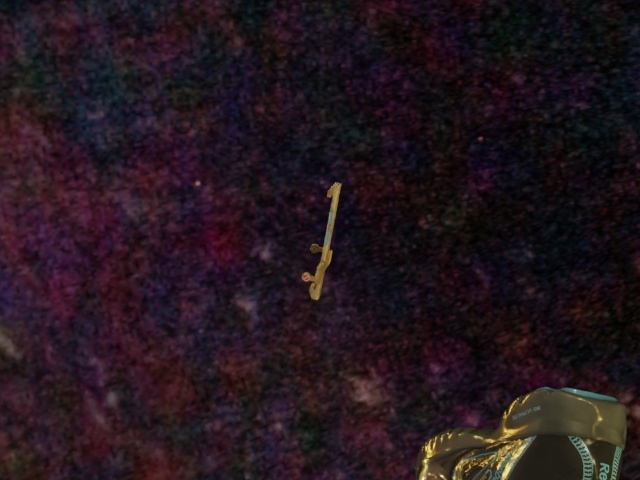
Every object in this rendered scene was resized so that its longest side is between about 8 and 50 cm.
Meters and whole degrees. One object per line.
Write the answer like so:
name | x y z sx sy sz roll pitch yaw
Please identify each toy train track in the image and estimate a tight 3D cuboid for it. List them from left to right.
toy train track | 0.000 0.000 0.700 0.014 0.048 0.083 14 108 8

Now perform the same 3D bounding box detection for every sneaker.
sneaker | 0.176 0.254 0.997 0.341 0.125 0.140 121 161 -60
